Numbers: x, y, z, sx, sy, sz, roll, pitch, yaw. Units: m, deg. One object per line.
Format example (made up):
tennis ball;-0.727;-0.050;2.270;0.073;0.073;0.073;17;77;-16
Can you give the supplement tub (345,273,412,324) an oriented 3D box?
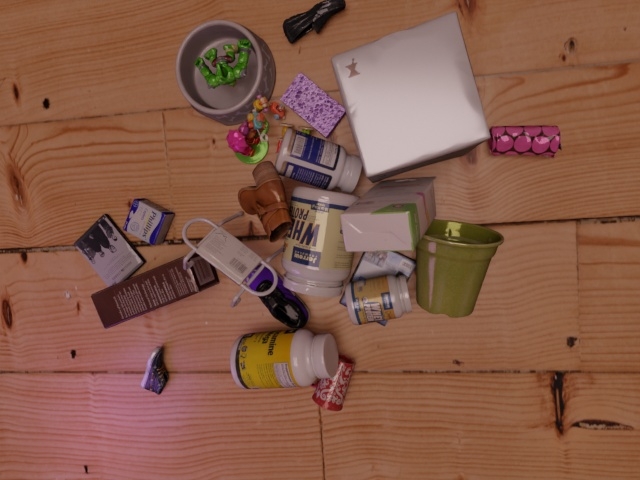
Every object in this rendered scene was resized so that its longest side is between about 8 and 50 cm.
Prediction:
supplement tub;0.190;0.191;1.416;0.199;0.144;0.145;-13;93;10

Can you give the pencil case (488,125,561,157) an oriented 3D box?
pencil case;0.635;-0.309;1.358;0.209;0.095;0.098;4;116;11

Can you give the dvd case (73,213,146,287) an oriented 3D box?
dvd case;-0.798;0.046;1.640;0.179;0.029;0.239;-40;89;10

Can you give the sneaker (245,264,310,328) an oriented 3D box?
sneaker;-0.156;0.193;1.493;0.293;0.146;0.102;41;99;3

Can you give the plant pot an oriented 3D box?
plant pot;0.405;0.091;1.357;0.275;0.276;0.254;7;107;8

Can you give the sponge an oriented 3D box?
sponge;-0.023;-0.459;1.474;0.210;0.031;0.117;40;100;4

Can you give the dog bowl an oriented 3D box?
dog bowl;-0.332;-0.577;1.478;0.348;0.102;0.350;1;94;9

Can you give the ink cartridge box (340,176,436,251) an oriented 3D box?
ink cartridge box;0.225;-0.088;1.308;0.206;0.353;0.119;-1;112;29

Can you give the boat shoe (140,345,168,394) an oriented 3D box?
boat shoe;-0.610;0.491;1.635;0.083;0.065;0.184;23;105;5

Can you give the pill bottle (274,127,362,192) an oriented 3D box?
pill bottle;-0.007;-0.252;1.406;0.264;0.153;0.153;17;98;-10

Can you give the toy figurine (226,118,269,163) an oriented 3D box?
toy figurine;-0.249;-0.349;1.454;0.130;0.159;0.173;28;98;6

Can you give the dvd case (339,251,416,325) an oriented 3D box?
dvd case;0.197;0.145;1.497;0.180;0.022;0.253;26;99;7

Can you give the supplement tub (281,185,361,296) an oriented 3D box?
supplement tub;0.000;0.000;1.406;0.235;0.235;0.325;10;96;8

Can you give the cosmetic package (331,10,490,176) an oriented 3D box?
cosmetic package;0.249;-0.373;1.256;0.329;0.393;0.328;-16;92;11

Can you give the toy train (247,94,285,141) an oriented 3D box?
toy train;-0.172;-0.416;1.437;0.125;0.046;0.167;40;57;-31

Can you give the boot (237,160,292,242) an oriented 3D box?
boot;-0.173;-0.092;1.403;0.283;0.108;0.220;-45;61;51

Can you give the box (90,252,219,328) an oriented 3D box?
box;-0.577;0.170;1.535;0.380;0.191;0.143;-20;92;10

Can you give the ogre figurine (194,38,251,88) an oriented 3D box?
ogre figurine;-0.307;-0.554;1.378;0.196;0.097;0.118;-9;82;-2

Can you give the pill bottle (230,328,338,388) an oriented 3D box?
pill bottle;-0.118;0.397;1.458;0.333;0.188;0.188;-10;93;20

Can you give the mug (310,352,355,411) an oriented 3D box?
mug;0.034;0.481;1.508;0.150;0.113;0.170;20;94;5

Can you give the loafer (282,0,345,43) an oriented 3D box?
loafer;-0.016;-0.725;1.432;0.223;0.076;0.078;-19;97;15

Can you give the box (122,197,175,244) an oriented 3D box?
box;-0.626;-0.069;1.582;0.137;0.072;0.126;26;99;5

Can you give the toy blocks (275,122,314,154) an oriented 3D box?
toy blocks;-0.091;-0.319;1.486;0.123;0.054;0.148;9;108;0

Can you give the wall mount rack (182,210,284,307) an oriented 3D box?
wall mount rack;-0.270;0.036;1.427;0.350;0.130;0.304;38;61;3
